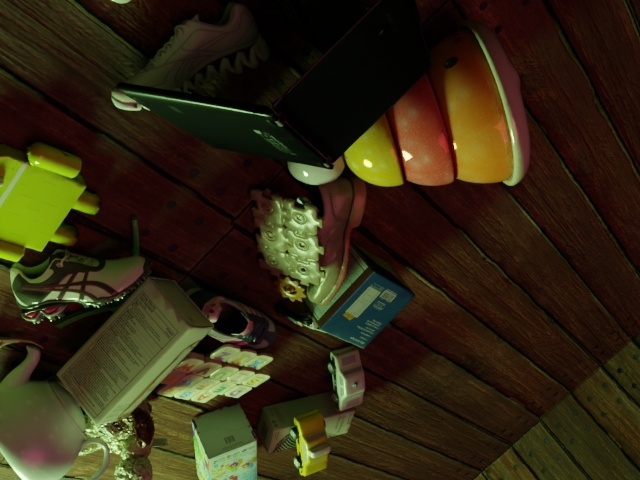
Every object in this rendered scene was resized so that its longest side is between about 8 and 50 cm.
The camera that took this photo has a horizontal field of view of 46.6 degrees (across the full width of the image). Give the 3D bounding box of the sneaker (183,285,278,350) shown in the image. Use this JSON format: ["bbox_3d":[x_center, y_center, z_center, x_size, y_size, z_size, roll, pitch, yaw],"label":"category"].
[{"bbox_3d":[-0.190,0.206,1.756,0.319,0.131,0.112,27,82,-47],"label":"sneaker"}]

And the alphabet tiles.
[{"bbox_3d":[-0.265,0.342,1.863,0.278,0.021,0.284,-34,143,28],"label":"alphabet tiles"}]

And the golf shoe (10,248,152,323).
[{"bbox_3d":[-0.472,0.072,1.464,0.272,0.105,0.120,-18,115,-5],"label":"golf shoe"}]

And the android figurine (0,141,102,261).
[{"bbox_3d":[-0.543,-0.073,1.343,0.248,0.056,0.273,-49,139,15],"label":"android figurine"}]

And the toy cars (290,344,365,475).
[{"bbox_3d":[0.035,0.493,2.110,0.176,0.087,0.394,34,82,-31],"label":"toy cars"}]

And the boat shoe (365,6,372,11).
[{"bbox_3d":[0.081,-0.427,1.444,0.142,0.040,0.049,-17,135,-21],"label":"boat shoe"}]

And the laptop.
[{"bbox_3d":[-0.050,-0.277,1.260,0.382,0.407,0.236,26,76,-74],"label":"laptop"}]

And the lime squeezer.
[{"bbox_3d":[-0.433,0.086,1.575,0.110,0.059,0.310,35,108,-16],"label":"lime squeezer"}]

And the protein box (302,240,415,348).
[{"bbox_3d":[0.092,0.140,1.897,0.201,0.136,0.199,-47,138,12],"label":"protein box"}]

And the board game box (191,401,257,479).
[{"bbox_3d":[-0.266,0.610,2.083,0.144,0.142,0.275,-16,134,-22],"label":"board game box"}]

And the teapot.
[{"bbox_3d":[-0.594,0.400,1.611,0.187,0.252,0.256,-33,151,-21],"label":"teapot"}]

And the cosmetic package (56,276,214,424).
[{"bbox_3d":[-0.393,0.234,1.588,0.296,0.153,0.129,-44,165,7],"label":"cosmetic package"}]

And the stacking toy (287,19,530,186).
[{"bbox_3d":[0.161,-0.220,1.538,0.479,0.351,0.351,-18,138,3],"label":"stacking toy"}]

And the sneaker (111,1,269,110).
[{"bbox_3d":[-0.238,-0.320,1.297,0.292,0.110,0.118,-28,124,-12],"label":"sneaker"}]

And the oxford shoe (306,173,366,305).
[{"bbox_3d":[0.000,0.000,1.736,0.130,0.123,0.348,0,119,-25],"label":"oxford shoe"}]

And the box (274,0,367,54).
[{"bbox_3d":[-0.032,-0.453,1.238,0.103,0.184,0.261,-35,139,0],"label":"box"}]

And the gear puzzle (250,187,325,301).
[{"bbox_3d":[-0.062,0.021,1.688,0.339,0.175,0.044,87,27,-43],"label":"gear puzzle"}]

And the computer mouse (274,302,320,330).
[{"bbox_3d":[-0.028,0.202,1.924,0.193,0.106,0.042,25,85,-57],"label":"computer mouse"}]

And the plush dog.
[{"bbox_3d":[-0.465,0.421,1.751,0.210,0.262,0.225,-49,162,-39],"label":"plush dog"}]

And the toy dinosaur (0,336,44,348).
[{"bbox_3d":[-0.674,0.208,1.526,0.183,0.053,0.093,-13,149,-14],"label":"toy dinosaur"}]

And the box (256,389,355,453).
[{"bbox_3d":[-0.043,0.533,2.197,0.275,0.094,0.113,-8,130,-28],"label":"box"}]

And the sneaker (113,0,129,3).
[{"bbox_3d":[-0.277,-0.456,1.139,0.080,0.094,0.212,8,123,-40],"label":"sneaker"}]
